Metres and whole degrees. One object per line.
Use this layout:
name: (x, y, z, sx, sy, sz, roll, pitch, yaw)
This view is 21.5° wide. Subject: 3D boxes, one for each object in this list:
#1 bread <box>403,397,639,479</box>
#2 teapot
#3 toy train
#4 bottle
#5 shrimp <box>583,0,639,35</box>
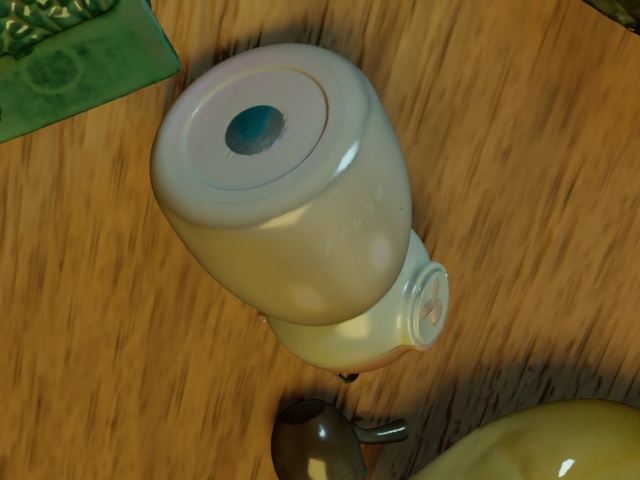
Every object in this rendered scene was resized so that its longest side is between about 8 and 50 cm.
bread: (0.195, 0.316, 1.318, 0.329, 0.245, 0.424, -18, 135, 10)
teapot: (0.012, 0.152, 1.286, 0.110, 0.085, 0.080, -26, 112, -21)
toy train: (-0.181, -0.197, 0.832, 0.145, 0.202, 0.266, -21, 134, 10)
bottle: (0.000, 0.000, 1.081, 0.147, 0.148, 0.236, -19, 139, 10)
shrimp: (0.281, -0.181, 0.989, 0.272, 0.085, 0.445, -31, 126, 27)
